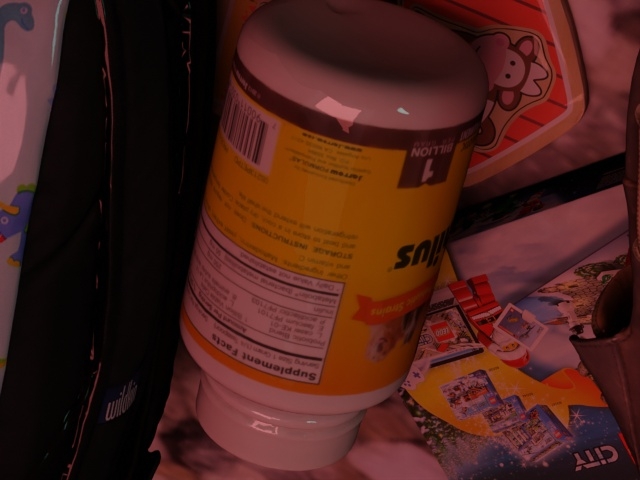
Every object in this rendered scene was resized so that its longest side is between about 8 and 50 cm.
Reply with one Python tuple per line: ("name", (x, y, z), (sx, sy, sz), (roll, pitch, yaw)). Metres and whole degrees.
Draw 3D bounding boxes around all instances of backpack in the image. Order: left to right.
("backpack", (-0.163, -0.039, 0.901), (0.273, 0.290, 0.355), (29, 118, 8))

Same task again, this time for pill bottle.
("pill bottle", (0.000, 0.000, 0.897), (0.117, 0.117, 0.215), (21, 120, 11))

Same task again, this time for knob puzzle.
("knob puzzle", (0.038, -0.098, 0.925), (0.213, 0.030, 0.213), (11, 122, 17))

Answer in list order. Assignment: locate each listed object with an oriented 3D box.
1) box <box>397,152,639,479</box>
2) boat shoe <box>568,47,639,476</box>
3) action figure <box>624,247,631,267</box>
("box", (0.144, 0.044, 0.954), (0.233, 0.044, 0.159), (-19, 110, 32))
("boat shoe", (0.186, 0.042, 0.814), (0.130, 0.132, 0.355), (28, 137, 32))
("action figure", (0.199, 0.008, 0.862), (0.115, 0.030, 0.038), (-8, 118, 26))
